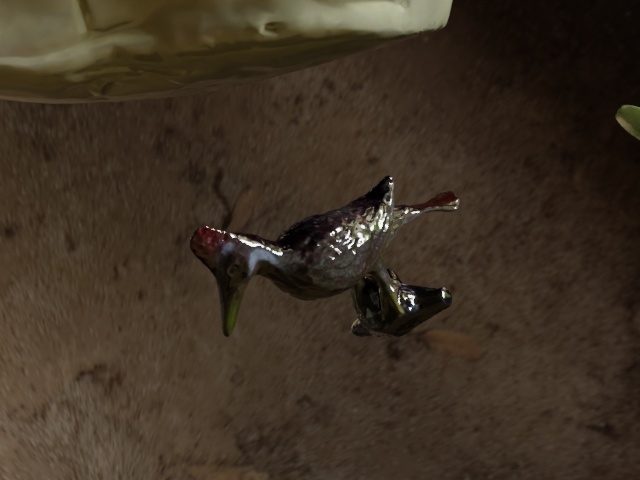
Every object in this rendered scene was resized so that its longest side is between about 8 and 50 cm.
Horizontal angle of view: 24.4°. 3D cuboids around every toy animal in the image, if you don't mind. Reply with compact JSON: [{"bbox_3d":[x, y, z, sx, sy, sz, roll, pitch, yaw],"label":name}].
[{"bbox_3d":[0.003,0.010,0.889,0.202,0.070,0.105,3,93,-38],"label":"toy animal"}]

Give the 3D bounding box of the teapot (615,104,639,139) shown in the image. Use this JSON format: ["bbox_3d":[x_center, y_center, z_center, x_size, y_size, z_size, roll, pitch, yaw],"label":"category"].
[{"bbox_3d":[0.266,-0.043,1.003,0.124,0.091,0.092,-2,109,-14],"label":"teapot"}]

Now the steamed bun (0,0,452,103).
[{"bbox_3d":[-0.131,-0.281,0.943,0.456,0.290,0.371,4,111,-4],"label":"steamed bun"}]
